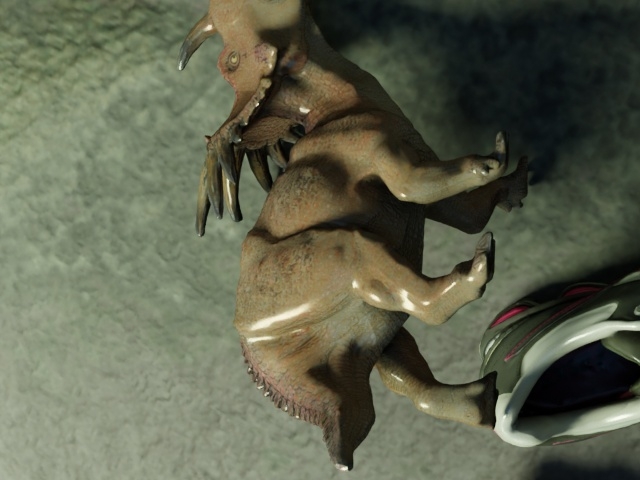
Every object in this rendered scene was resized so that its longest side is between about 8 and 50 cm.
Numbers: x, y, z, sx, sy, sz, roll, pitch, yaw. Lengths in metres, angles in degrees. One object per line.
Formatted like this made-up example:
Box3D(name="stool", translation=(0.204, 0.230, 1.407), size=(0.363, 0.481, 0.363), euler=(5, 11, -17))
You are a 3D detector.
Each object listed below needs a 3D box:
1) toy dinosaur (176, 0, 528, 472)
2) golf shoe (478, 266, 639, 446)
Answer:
Box3D(name="toy dinosaur", translation=(0.000, 0.000, 0.707), size=(0.200, 0.295, 0.127), euler=(3, 148, 14))
Box3D(name="golf shoe", translation=(0.213, 0.044, 0.718), size=(0.273, 0.120, 0.105), euler=(-30, 94, 16))
